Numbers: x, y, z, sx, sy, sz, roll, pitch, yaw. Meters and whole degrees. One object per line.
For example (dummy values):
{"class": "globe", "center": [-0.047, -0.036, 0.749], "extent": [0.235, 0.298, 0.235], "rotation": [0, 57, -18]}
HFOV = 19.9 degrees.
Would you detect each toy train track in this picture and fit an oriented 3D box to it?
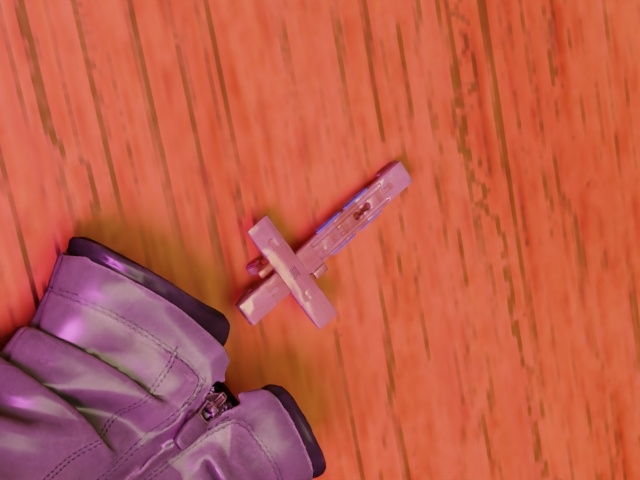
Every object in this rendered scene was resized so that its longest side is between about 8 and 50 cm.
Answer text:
{"class": "toy train track", "center": [0.000, 0.000, 0.677], "extent": [0.083, 0.014, 0.048], "rotation": [-42, 112, -17]}

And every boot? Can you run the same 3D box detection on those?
{"class": "boot", "center": [-0.120, 0.061, 0.611], "extent": [0.246, 0.083, 0.161], "rotation": [42, 72, -30]}
